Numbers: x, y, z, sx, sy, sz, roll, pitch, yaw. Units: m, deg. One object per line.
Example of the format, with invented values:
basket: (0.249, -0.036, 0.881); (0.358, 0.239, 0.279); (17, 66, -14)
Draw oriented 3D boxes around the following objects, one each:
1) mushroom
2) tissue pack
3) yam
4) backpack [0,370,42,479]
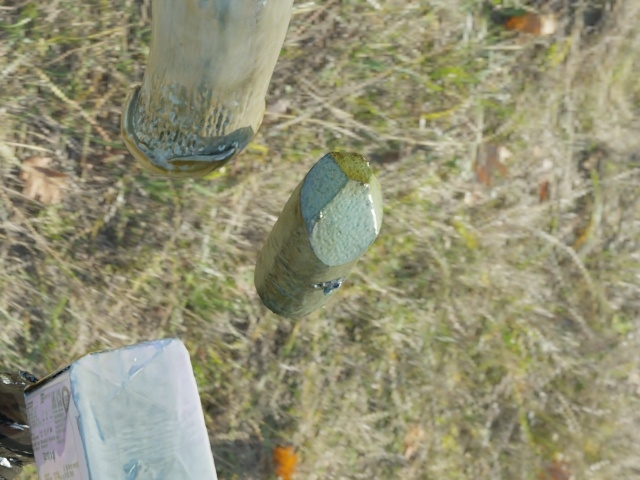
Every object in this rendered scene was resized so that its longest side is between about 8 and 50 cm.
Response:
mushroom: (-0.046, -0.187, 0.683); (0.122, 0.095, 0.351); (-38, 157, -48)
tissue pack: (-0.190, 0.201, 1.085); (0.124, 0.225, 0.185); (-7, 80, -25)
yam: (0.000, 0.000, 0.812); (0.069, 0.146, 0.070); (9, 61, -16)
backpack: (-0.341, 0.188, 1.228); (0.120, 0.106, 0.165); (-19, 149, 12)
